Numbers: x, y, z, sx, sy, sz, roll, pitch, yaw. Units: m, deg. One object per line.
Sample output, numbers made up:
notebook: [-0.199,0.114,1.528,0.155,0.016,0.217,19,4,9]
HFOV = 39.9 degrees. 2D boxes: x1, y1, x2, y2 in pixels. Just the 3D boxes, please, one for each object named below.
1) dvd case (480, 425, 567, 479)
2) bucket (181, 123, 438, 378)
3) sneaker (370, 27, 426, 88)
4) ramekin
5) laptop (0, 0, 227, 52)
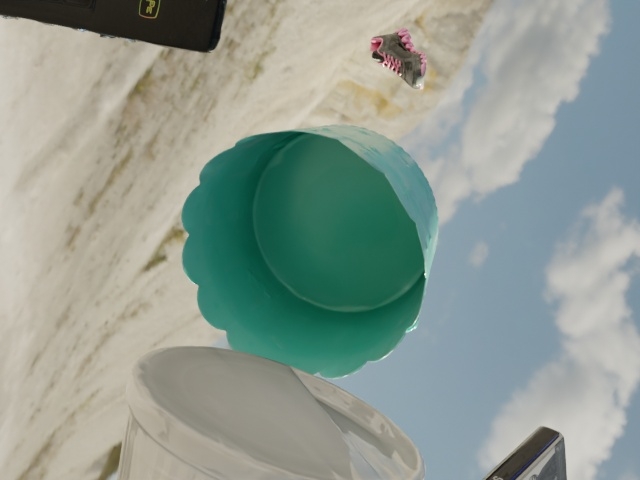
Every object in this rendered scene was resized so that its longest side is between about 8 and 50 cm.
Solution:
dvd case: [0.133,0.290,0.730,0.238,0.179,0.029,-29,-150,-35]
bucket: [0.000,0.000,0.988,0.281,0.281,0.183,-60,172,20]
sneaker: [0.093,-0.220,1.081,0.119,0.057,0.047,-112,-159,-50]
ramekin: [-0.053,0.206,0.785,0.273,0.272,0.127,-114,-137,-78]
laptop: [-0.160,-0.216,0.338,0.136,0.264,0.234,-6,110,-65]
